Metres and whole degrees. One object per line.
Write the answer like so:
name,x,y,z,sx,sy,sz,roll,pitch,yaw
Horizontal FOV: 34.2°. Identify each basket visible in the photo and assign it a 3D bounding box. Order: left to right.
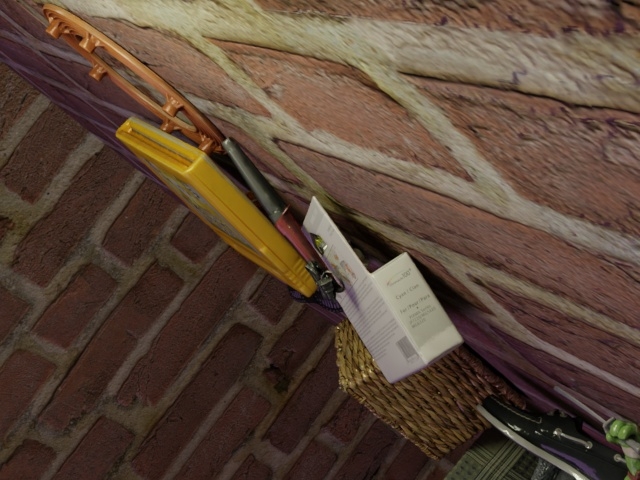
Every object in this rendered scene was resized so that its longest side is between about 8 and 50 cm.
basket,0.200,0.216,1.902,0.299,0.223,0.213,40,-154,-27

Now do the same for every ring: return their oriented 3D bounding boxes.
ring,-0.275,-0.225,1.528,0.336,0.032,0.336,36,173,5

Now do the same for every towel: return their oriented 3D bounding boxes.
towel,0.400,0.476,1.909,0.312,0.324,0.056,34,135,21

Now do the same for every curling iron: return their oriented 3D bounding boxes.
curling iron,-0.048,-0.031,1.435,0.274,0.035,0.068,56,171,1

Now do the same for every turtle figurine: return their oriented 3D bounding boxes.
turtle figurine,0.358,0.326,1.291,0.275,0.197,0.266,53,161,7

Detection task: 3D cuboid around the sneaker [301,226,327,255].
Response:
sneaker,0.000,0.000,1.713,0.083,0.031,0.035,45,-176,-31

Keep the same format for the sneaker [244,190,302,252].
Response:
sneaker,-0.071,-0.027,1.807,0.175,0.064,0.067,50,-178,-34

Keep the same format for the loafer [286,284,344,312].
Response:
loafer,0.014,0.090,2.142,0.220,0.078,0.080,10,122,54

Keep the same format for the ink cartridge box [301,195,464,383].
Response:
ink cartridge box,0.073,0.066,1.449,0.261,0.066,0.296,56,168,7

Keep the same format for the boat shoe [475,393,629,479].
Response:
boat shoe,0.384,0.314,1.607,0.302,0.091,0.114,32,180,21

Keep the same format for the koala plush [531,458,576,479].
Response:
koala plush,0.474,0.443,1.723,0.196,0.203,0.221,37,161,-22

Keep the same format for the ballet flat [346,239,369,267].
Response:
ballet flat,0.053,0.030,1.591,0.041,0.041,0.114,33,174,32

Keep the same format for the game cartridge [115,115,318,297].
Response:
game cartridge,-0.167,-0.054,1.694,0.324,0.053,0.285,49,168,-35
